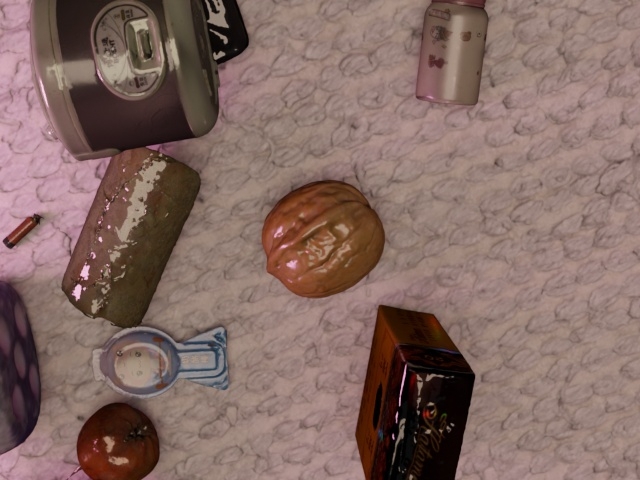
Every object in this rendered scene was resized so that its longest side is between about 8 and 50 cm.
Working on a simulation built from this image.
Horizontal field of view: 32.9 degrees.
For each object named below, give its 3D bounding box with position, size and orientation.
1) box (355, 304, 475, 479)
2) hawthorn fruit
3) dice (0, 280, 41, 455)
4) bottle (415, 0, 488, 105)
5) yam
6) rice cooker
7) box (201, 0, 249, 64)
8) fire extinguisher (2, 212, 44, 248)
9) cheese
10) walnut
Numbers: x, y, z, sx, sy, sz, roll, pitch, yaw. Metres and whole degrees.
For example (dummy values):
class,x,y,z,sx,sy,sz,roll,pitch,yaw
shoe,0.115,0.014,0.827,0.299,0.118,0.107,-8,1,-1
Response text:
class,x,y,z,sx,sy,sz,roll,pitch,yaw
box,0.145,0.277,1.787,0.116,0.415,0.264,10,99,-4
hawthorn fruit,-0.374,0.364,1.941,0.189,0.149,0.149,-9,103,40
dice,-0.637,0.225,1.824,0.270,0.271,0.270,-9,100,-1
bottle,0.227,-0.349,1.839,0.110,0.110,0.233,5,99,-3
yam,-0.321,-0.017,1.848,0.168,0.168,0.304,23,98,-6
rice cooker,-0.308,-0.278,1.674,0.277,0.288,0.288,-9,100,1
box,-0.293,-0.403,1.826,0.290,0.073,0.289,-18,100,3
fire extinguisher,-0.522,-0.018,1.911,0.083,0.022,0.028,-41,62,4
cheese,-0.288,0.218,1.946,0.245,0.052,0.135,-3,100,-1
walnut,0.000,0.000,1.853,0.213,0.213,0.213,0,100,-2
